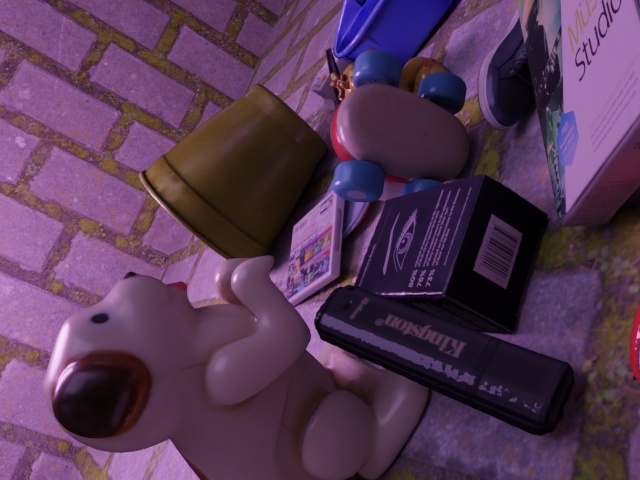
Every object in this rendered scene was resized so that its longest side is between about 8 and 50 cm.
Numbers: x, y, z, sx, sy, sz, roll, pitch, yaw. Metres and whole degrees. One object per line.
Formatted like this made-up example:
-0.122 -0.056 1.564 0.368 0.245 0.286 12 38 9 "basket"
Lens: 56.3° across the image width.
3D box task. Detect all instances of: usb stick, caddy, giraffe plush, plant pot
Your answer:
0.116 0.114 0.619 0.278 0.045 0.077 18 63 36 "usb stick"
0.149 -0.527 1.290 0.341 0.179 0.241 -51 23 35 "caddy"
0.109 -0.279 1.113 0.181 0.170 0.210 -18 48 60 "giraffe plush"
-0.180 -0.174 1.456 0.353 0.366 0.366 -49 23 2 "plant pot"

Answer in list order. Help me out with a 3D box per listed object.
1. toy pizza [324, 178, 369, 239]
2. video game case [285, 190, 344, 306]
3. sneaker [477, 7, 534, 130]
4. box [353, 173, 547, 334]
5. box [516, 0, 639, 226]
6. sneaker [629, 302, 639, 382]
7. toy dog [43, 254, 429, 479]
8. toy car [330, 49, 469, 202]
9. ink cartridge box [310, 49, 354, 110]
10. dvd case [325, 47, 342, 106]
0.061 -0.083 1.170 0.201 0.032 0.201 -49 29 38 "toy pizza"
-0.012 0.017 1.174 0.201 0.023 0.184 -38 41 54 "video game case"
0.300 -0.258 0.776 0.226 0.086 0.163 -65 19 -11 "sneaker"
0.151 0.023 0.744 0.207 0.108 0.153 -9 56 64 "box"
0.262 -0.206 0.576 0.232 0.058 0.322 83 -173 -66 "box"
0.310 -0.003 0.474 0.279 0.107 0.118 -63 3 -11 "sneaker"
-0.142 0.198 0.782 0.396 0.407 0.284 -61 21 1 "toy dog"
0.097 -0.134 0.960 0.238 0.210 0.219 140 142 -68 "toy car"
0.047 -0.402 1.509 0.143 0.089 0.092 -59 22 5 "ink cartridge box"
0.050 -0.316 1.334 0.018 0.165 0.221 -17 35 9 "dvd case"
